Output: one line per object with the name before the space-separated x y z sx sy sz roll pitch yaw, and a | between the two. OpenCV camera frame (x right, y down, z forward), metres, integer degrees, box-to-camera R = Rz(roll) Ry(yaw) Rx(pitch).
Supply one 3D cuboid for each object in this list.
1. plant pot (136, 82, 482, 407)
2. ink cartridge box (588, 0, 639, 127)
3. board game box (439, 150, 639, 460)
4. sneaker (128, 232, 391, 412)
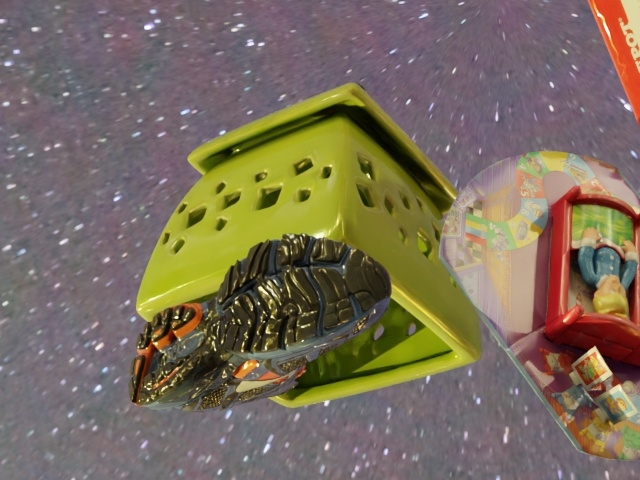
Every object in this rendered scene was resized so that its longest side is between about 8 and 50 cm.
plant pot | 0.000 0.000 0.983 0.228 0.207 0.227 -18 -41 32
ink cartridge box | 0.253 -0.126 0.648 0.231 0.078 0.134 -19 -84 53
board game box | 0.143 0.020 0.529 0.169 0.133 0.033 56 -31 13
sneaker | -0.034 0.061 0.726 0.221 0.087 0.083 -25 -125 39
